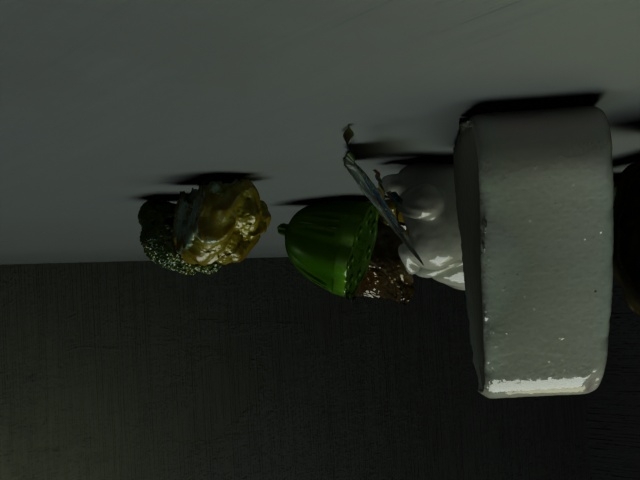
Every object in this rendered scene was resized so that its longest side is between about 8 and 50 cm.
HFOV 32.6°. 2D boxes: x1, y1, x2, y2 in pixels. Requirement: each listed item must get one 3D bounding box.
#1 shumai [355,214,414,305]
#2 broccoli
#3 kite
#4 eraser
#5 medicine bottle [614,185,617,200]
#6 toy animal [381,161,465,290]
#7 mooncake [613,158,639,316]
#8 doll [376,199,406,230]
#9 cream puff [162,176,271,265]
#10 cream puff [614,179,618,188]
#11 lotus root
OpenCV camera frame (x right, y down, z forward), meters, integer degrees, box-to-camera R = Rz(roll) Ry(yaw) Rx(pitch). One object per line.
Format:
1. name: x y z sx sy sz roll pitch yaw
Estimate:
1. shumai: 0.109 0.003 2.126 0.218 0.184 0.185 10 -138 35
2. broccoli: -0.217 -0.011 1.755 0.138 0.146 0.162 -38 145 21
3. kite: 0.060 -0.063 1.295 0.015 0.169 0.310 -36 164 -2
4. eraser: 0.233 -0.026 1.239 0.149 0.331 0.331 -5 176 3
5. medicine bottle: 0.472 -0.039 1.591 0.110 0.110 0.352 -2 167 -18
6. toy animal: 0.205 0.004 1.544 0.154 0.208 0.325 -22 127 26
7. mooncake: 0.465 -0.004 1.228 0.290 0.290 0.161 -6 170 34
8. doll: 0.184 -0.033 1.982 0.137 0.097 0.209 -23 159 34
9. cream puff: -0.135 -0.027 1.552 0.156 0.121 0.156 -8 173 -1
10. cream puff: 0.453 -0.026 1.870 0.240 0.164 0.240 -6 171 -1
11. lotus root: 0.000 0.000 1.958 0.186 0.186 0.186 -3 176 0
